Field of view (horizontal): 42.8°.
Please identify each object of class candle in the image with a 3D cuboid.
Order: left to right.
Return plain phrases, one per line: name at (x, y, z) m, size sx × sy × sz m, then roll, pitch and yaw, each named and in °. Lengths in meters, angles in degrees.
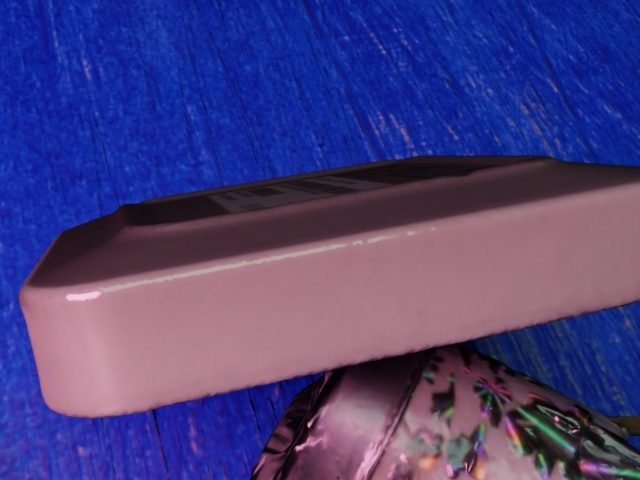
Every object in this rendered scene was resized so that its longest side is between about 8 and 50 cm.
candle at (0.122, 0.182, 0.558) m, size 0.330 × 0.187 × 0.187 m, roll 27°, pitch 58°, yaw 7°

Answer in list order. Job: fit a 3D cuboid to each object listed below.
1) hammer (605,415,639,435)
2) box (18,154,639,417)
hammer at (0.248, 0.142, 0.608) m, size 0.013 × 0.199 × 0.062 m, roll 42°, pitch 58°, yaw -22°
box at (0.000, 0.000, 0.574) m, size 0.373 × 0.367 × 0.090 m, roll -11°, pitch 99°, yaw -14°
